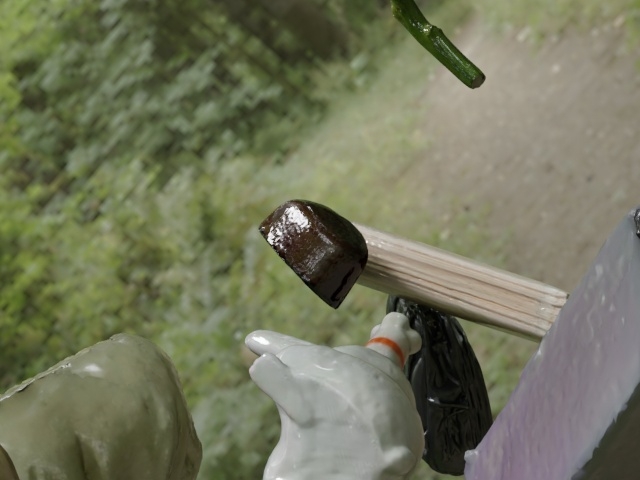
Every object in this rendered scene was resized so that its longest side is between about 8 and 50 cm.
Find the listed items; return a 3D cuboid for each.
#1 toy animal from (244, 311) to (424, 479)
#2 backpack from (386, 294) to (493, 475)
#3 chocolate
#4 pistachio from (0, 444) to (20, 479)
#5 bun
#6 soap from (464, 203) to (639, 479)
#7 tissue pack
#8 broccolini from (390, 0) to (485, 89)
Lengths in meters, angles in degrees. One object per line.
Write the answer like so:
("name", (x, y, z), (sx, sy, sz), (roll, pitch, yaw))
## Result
("toy animal", (0.012, 0.136, 1.299), (0.282, 0.138, 0.140), (-62, -29, -83))
("backpack", (0.141, 0.175, 2.176), (0.133, 0.258, 0.206), (-12, 19, -17))
("chocolate", (0.000, 0.000, 1.863), (0.080, 0.125, 0.148), (-45, 8, 8))
("pistachio", (-0.324, 0.214, 1.165), (0.318, 0.194, 0.213), (-35, -47, -65))
("bun", (-0.277, 0.253, 1.683), (0.360, 0.211, 0.360), (-30, -3, -2))
("soap", (0.259, 0.104, 0.924), (0.285, 0.296, 0.107), (108, 161, -49))
("tissue pack", (0.157, 0.053, 1.967), (0.170, 0.325, 0.071), (29, -100, -64))
("broccolini", (0.057, -0.234, 1.355), (0.062, 0.271, 0.123), (-39, 9, 5))
